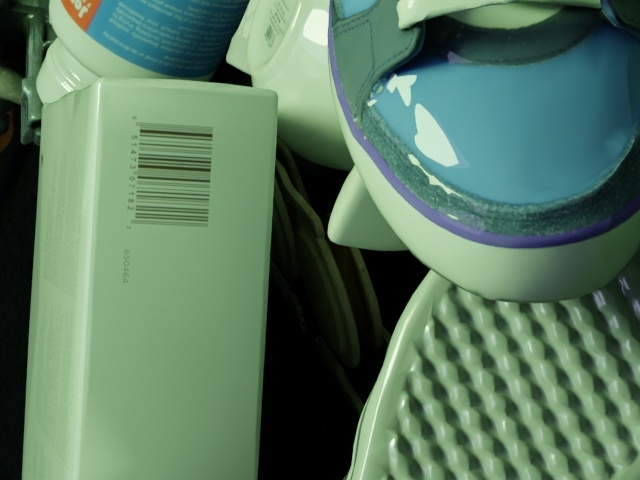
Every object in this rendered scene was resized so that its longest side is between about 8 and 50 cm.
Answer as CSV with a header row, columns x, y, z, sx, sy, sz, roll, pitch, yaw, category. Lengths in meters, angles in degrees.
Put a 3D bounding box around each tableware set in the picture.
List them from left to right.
x,y,z,sx,sy,sz,roll,pitch,yaw,category
0.000,0.000,0.906,0.194,0.039,0.128,-126,19,-59,tableware set

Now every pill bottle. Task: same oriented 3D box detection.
x,y,z,sx,sy,sz,roll,pitch,yaw,category
-0.105,-0.173,1.088,0.221,0.124,0.124,-58,35,30,pill bottle

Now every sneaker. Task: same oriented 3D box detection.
x,y,z,sx,sy,sz,roll,pitch,yaw,category
0.057,-0.167,0.606,0.236,0.130,0.323,81,-175,-51,sneaker
0.069,0.104,0.681,0.321,0.126,0.127,-60,-10,-8,sneaker

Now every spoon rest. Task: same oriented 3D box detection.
x,y,z,sx,sy,sz,roll,pitch,yaw,category
0.024,-0.075,0.805,0.137,0.084,0.276,-63,22,23,spoon rest

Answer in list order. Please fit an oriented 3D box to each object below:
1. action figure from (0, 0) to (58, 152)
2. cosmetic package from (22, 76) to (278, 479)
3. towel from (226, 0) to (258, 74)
x,y,z,sx,sy,sz,roll,pitch,yaw,category
-0.282,-0.143,1.338,0.330,0.178,0.341,122,148,-47,action figure
-0.107,0.108,0.901,0.284,0.097,0.377,-171,84,-73,cosmetic package
0.072,-0.190,0.869,0.332,0.053,0.317,41,114,56,towel
